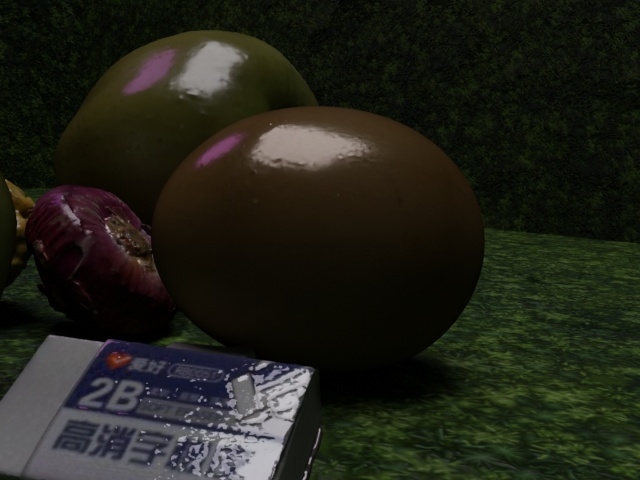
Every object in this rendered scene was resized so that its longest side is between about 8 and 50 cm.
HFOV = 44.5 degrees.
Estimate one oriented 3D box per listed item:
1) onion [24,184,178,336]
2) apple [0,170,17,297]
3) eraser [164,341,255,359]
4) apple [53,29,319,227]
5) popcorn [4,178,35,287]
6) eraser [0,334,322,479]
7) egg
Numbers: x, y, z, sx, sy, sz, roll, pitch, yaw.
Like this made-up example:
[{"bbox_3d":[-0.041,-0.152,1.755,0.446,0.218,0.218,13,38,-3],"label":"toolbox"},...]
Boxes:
[{"bbox_3d":[-0.298,0.038,1.027,0.163,0.230,0.230,-34,-3,15],"label":"onion"},{"bbox_3d":[-0.444,-0.013,0.682,0.357,0.357,0.357,3,7,0],"label":"apple"},{"bbox_3d":[-0.137,0.141,0.694,0.095,0.052,0.225,3,6,14],"label":"eraser"},{"bbox_3d":[-0.207,-0.127,1.342,0.473,0.473,0.473,3,7,0],"label":"apple"},{"bbox_3d":[-0.490,0.002,1.055,0.250,0.190,0.250,-21,-6,-2],"label":"popcorn"},{"bbox_3d":[-0.114,0.134,0.523,0.210,0.068,0.124,6,42,16],"label":"eraser"},{"bbox_3d":[0.000,0.000,0.879,0.374,0.301,0.301,6,6,-14],"label":"egg"}]
